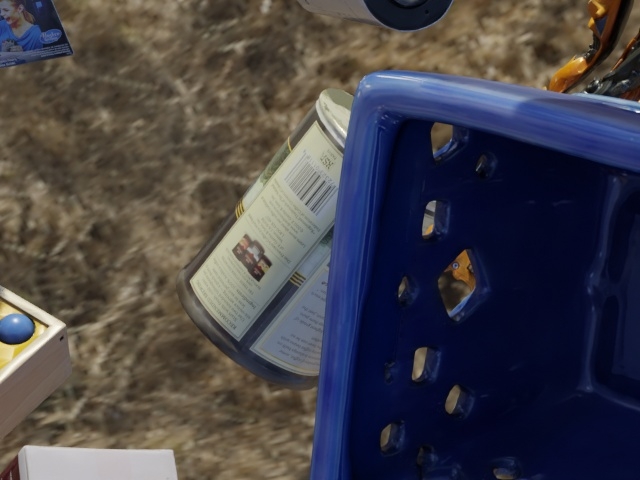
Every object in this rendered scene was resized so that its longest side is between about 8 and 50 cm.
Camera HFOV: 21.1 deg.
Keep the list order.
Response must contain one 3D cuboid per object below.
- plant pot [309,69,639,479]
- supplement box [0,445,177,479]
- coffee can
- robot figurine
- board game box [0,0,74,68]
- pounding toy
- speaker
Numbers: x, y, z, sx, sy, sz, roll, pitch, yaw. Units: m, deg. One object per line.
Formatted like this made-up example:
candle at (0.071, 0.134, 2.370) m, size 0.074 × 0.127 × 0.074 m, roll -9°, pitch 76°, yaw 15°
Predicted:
plant pot at (0.154, 0.047, 0.822) m, size 0.212 × 0.236 × 0.236 m, roll -11°, pitch 112°, yaw -51°
supplement box at (-0.219, 0.246, 1.401) m, size 0.130 × 0.239 × 0.073 m, roll 6°, pitch 57°, yaw -30°
coffee can at (0.000, 0.000, 1.906) m, size 0.201 × 0.275 × 0.201 m, roll 35°, pitch 19°, yaw -14°
robot figurine at (0.194, -0.089, 1.263) m, size 0.085 × 0.211 × 0.291 m, roll 37°, pitch 98°, yaw 9°
board game box at (-0.348, -0.255, 1.631) m, size 0.194 × 0.060 × 0.194 m, roll -14°, pitch 104°, yaw -25°
pounding toy at (-0.320, 0.095, 1.535) m, size 0.141 × 0.100 × 0.130 m, roll 28°, pitch 51°, yaw 23°
speaker at (0.025, -0.142, 0.920) m, size 0.055 × 0.136 × 0.055 m, roll -3°, pitch 101°, yaw -16°
